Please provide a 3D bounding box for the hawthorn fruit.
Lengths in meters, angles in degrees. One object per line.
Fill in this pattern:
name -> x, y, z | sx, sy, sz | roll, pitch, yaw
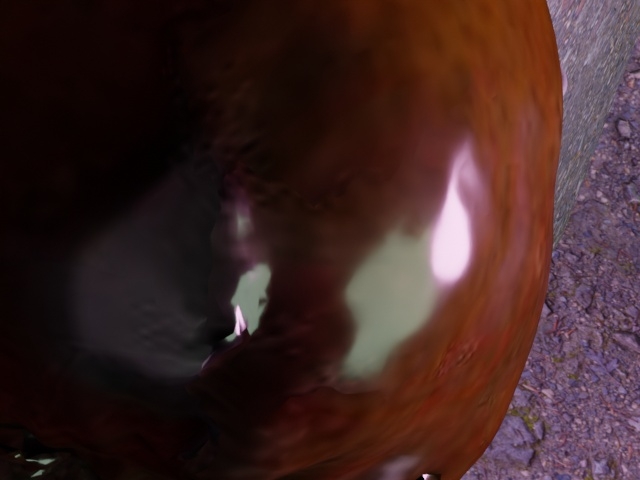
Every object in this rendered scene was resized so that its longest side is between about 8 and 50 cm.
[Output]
hawthorn fruit -> -0.039, -0.035, 0.551 | 0.325, 0.308, 0.308 | -51, 162, -15

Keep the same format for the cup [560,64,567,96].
cup -> 0.000, 0.000, 0.907 | 0.212, 0.212, 0.317 | -38, 152, -60
